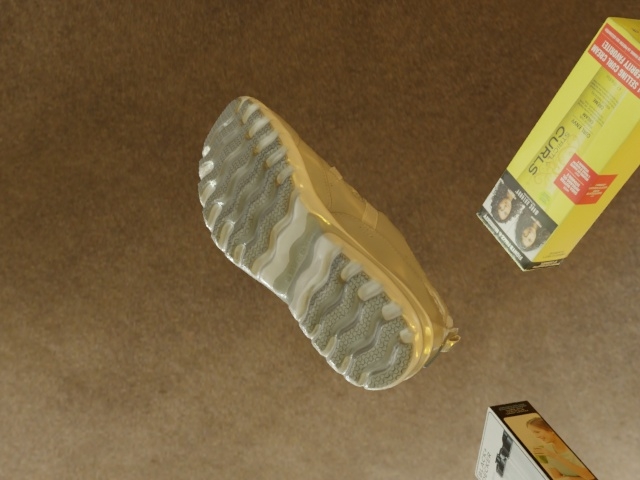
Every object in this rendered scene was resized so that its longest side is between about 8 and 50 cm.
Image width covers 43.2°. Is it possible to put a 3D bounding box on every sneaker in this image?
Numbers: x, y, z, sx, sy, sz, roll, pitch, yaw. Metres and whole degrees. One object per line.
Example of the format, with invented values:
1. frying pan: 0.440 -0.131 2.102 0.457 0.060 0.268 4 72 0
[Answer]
1. sneaker: 0.000 0.000 0.645 0.105 0.281 0.115 -47 152 25

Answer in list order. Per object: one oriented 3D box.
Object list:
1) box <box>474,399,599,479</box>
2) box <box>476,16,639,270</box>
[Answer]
1. box: 0.384 0.433 1.402 0.087 0.290 0.169 -4 118 -18
2. box: 0.240 -0.081 0.740 0.058 0.087 0.232 -6 140 -36
